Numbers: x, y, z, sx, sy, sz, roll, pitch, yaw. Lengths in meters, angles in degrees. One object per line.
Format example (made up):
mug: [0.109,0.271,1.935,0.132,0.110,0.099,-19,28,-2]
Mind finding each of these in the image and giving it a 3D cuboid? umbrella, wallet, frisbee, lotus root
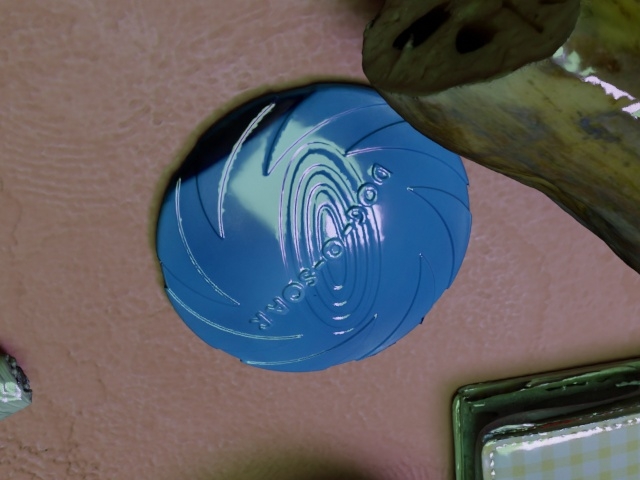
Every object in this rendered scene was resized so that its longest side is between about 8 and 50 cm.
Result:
umbrella: [-0.281,0.130,1.327,0.143,0.062,0.067,-30,152,3]
wallet: [0.220,0.249,1.515,0.223,0.077,0.309,-11,122,-12]
frisbee: [0.000,0.000,1.332,0.242,0.045,0.242,-7,119,-12]
lotus root: [0.221,-0.101,1.221,0.346,0.250,0.250,37,105,-29]
